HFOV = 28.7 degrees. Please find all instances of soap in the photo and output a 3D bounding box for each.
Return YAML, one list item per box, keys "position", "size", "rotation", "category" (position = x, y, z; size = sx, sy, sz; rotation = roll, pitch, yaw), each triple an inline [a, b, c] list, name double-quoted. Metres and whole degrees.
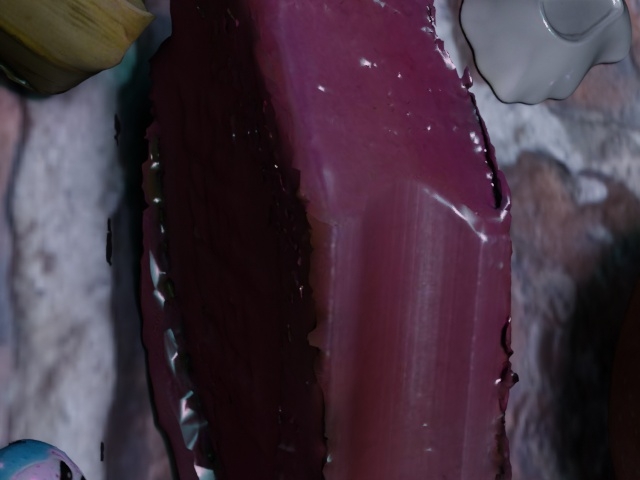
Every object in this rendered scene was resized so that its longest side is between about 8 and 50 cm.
- position: [0.000, 0.000, 0.551]
  size: [0.112, 0.182, 0.289]
  rotation: [-7, 106, -31]
  category: "soap"

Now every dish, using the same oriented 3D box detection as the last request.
- position: [0.152, -0.136, 0.768]
  size: [0.137, 0.039, 0.091]
  rotation: [-13, 84, -31]
  category: "dish"

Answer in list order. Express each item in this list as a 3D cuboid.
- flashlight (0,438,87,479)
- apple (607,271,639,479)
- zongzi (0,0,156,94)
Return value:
- position: [-0.141, 0.144, 0.519]
  size: [0.051, 0.051, 0.129]
  rotation: [35, 68, -18]
  category: "flashlight"
- position: [0.293, 0.082, 0.677]
  size: [0.305, 0.235, 0.306]
  rotation: [9, 71, -26]
  category: "apple"
- position: [-0.162, -0.222, 0.565]
  size: [0.256, 0.115, 0.228]
  rotation: [29, 67, -18]
  category: "zongzi"
